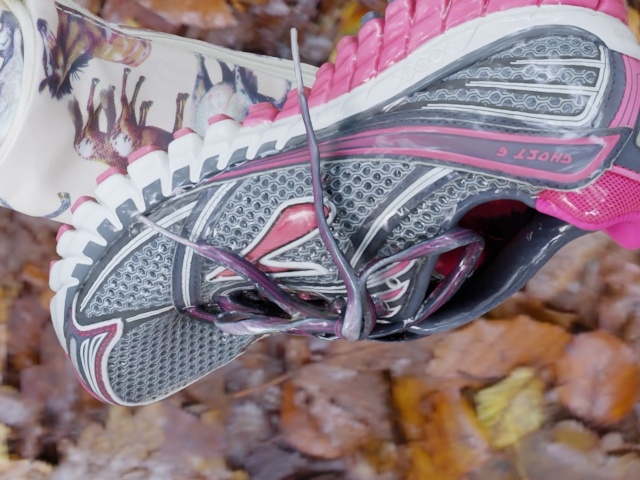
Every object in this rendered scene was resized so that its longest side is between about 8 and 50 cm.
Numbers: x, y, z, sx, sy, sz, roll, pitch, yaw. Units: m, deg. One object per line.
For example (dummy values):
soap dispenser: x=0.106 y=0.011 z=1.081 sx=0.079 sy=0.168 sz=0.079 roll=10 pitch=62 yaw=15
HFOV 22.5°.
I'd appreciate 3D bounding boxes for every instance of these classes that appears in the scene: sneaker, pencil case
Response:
sneaker: x=0.000 y=0.000 z=0.649 sx=0.299 sy=0.121 sz=0.112 roll=-32 pitch=60 yaw=35
pencil case: x=-0.092 y=-0.085 z=1.221 sx=0.160 sy=0.410 sz=0.183 roll=41 pitch=114 yaw=53
